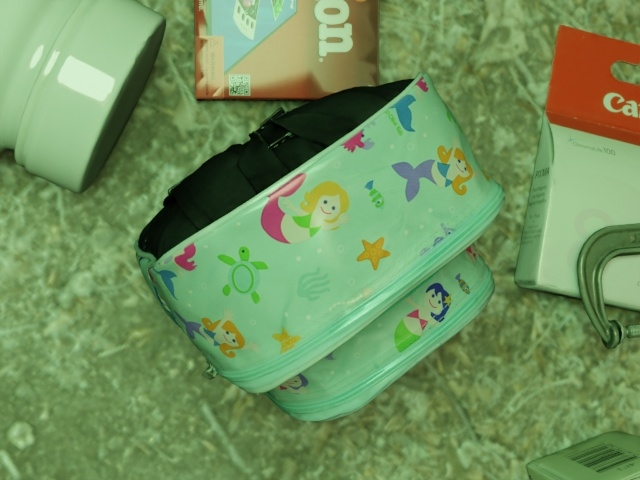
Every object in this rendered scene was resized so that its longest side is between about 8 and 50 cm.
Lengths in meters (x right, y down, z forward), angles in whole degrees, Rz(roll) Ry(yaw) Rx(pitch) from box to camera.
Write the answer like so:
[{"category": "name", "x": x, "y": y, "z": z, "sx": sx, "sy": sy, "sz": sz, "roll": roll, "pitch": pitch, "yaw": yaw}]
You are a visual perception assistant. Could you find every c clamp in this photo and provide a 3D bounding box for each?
[{"category": "c clamp", "x": 0.279, "y": 0.050, "z": 0.665, "sx": 0.161, "sy": 0.022, "sz": 0.137, "roll": 1, "pitch": 89, "yaw": -12}]

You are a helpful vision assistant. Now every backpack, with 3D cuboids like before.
[{"category": "backpack", "x": 0.000, "y": 0.000, "z": 0.547, "sx": 0.225, "sy": 0.253, "sz": 0.191, "roll": -35, "pitch": 95, "yaw": -11}]

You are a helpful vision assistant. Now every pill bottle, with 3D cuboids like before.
[{"category": "pill bottle", "x": -0.259, "y": -0.152, "z": 0.549, "sx": 0.283, "sy": 0.161, "sz": 0.161, "roll": 26, "pitch": 83, "yaw": -9}]

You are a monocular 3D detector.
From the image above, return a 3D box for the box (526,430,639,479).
[{"category": "box", "x": 0.262, "y": 0.301, "z": 0.661, "sx": 0.094, "sy": 0.113, "sz": 0.275, "roll": -17, "pitch": 90, "yaw": -11}]

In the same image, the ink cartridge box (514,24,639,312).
[{"category": "ink cartridge box", "x": 0.276, "y": -0.056, "z": 0.705, "sx": 0.189, "sy": 0.066, "sz": 0.232, "roll": 12, "pitch": 90, "yaw": -10}]

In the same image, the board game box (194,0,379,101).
[{"category": "board game box", "x": -0.026, "y": -0.249, "z": 0.641, "sx": 0.145, "sy": 0.027, "sz": 0.281, "roll": -1, "pitch": 96, "yaw": -6}]
